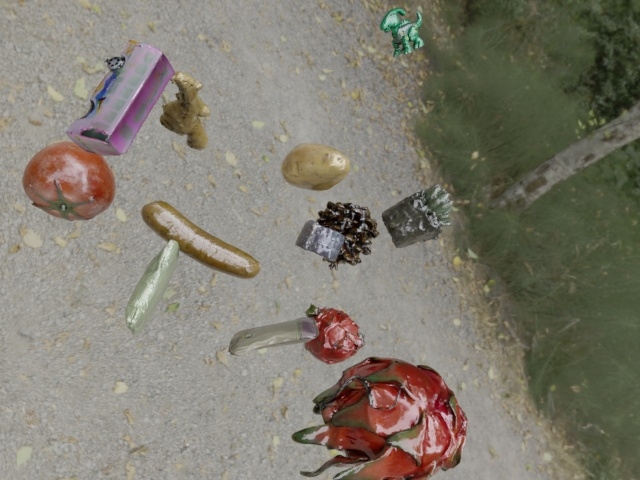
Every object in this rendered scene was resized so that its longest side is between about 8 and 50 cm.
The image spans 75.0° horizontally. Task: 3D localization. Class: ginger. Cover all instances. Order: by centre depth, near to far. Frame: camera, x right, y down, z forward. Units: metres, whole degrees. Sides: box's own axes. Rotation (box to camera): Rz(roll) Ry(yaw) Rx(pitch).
[{"bbox_3d":[-0.396,-0.379,1.227,0.147,0.334,0.081,18,64,-12],"label":"ginger"}]

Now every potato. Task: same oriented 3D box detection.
[{"bbox_3d":[-0.017,-0.208,1.154,0.161,0.234,0.128,17,80,-18],"label":"potato"}]

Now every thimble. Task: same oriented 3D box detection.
[{"bbox_3d":[0.000,0.000,1.359,0.150,0.150,0.098,25,89,-32],"label":"thimble"}]

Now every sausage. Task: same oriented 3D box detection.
[{"bbox_3d":[-0.464,0.015,1.618,0.500,0.123,0.136,34,92,-13],"label":"sausage"}]

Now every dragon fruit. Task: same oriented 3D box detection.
[{"bbox_3d":[0.093,0.272,0.629,0.274,0.192,0.193,9,90,-11],"label":"dragon fruit"},{"bbox_3d":[0.031,0.299,1.309,0.209,0.172,0.172,30,48,19],"label":"dragon fruit"}]

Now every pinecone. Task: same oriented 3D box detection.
[{"bbox_3d":[0.097,-0.018,1.553,0.243,0.243,0.257,3,77,-39],"label":"pinecone"}]

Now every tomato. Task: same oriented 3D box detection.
[{"bbox_3d":[-0.817,-0.199,1.376,0.264,0.265,0.265,13,69,-37],"label":"tomato"}]

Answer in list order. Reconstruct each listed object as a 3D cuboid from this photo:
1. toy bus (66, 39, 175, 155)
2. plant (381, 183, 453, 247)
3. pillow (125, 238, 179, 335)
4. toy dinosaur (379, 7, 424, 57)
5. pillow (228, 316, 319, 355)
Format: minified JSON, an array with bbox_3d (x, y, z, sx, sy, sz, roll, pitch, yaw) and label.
[{"bbox_3d":[-0.448,-0.320,0.946,0.090,0.112,0.274,65,46,-68],"label":"toy bus"},{"bbox_3d":[0.275,-0.063,1.149,0.132,0.194,0.129,67,9,17],"label":"plant"},{"bbox_3d":[-0.521,0.149,1.282,0.076,0.281,0.274,26,66,-12],"label":"pillow"},{"bbox_3d":[0.185,-0.468,0.923,0.132,0.059,0.096,-41,122,-26],"label":"toy dinosaur"},{"bbox_3d":[-0.119,0.244,1.078,0.232,0.131,0.038,-9,107,-3],"label":"pillow"}]
